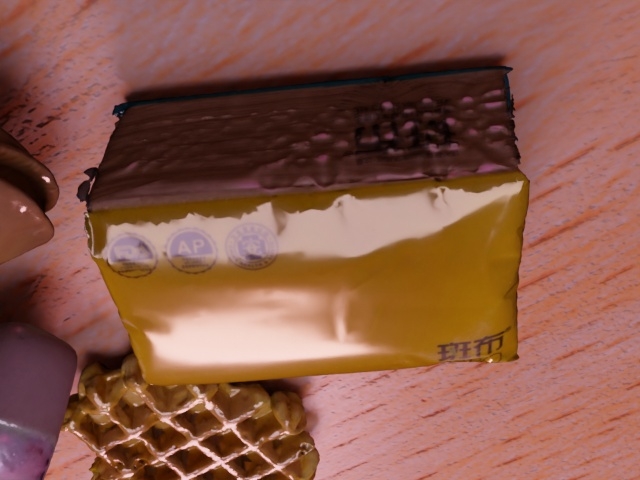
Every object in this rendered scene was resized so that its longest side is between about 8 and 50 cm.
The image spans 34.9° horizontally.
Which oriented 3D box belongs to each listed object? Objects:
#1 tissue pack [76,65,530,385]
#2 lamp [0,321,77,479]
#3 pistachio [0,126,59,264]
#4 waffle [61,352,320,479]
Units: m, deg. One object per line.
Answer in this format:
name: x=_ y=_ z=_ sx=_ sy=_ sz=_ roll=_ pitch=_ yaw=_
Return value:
tissue pack: x=0.000 y=0.000 z=0.683 sx=0.271 sy=0.134 sz=0.192 roll=-5 pitch=135 yaw=5
lamp: x=-0.358 y=0.144 z=0.748 sx=0.301 sy=0.247 sz=0.247 roll=18 pitch=157 yaw=-18
pistachio: x=-0.299 y=-0.040 z=0.624 sx=0.261 sy=0.162 sz=0.212 roll=-2 pitch=168 yaw=-2
waffle: x=-0.128 y=0.203 z=0.926 sx=0.249 sy=0.056 sz=0.253 roll=18 pitch=127 yaw=-19
